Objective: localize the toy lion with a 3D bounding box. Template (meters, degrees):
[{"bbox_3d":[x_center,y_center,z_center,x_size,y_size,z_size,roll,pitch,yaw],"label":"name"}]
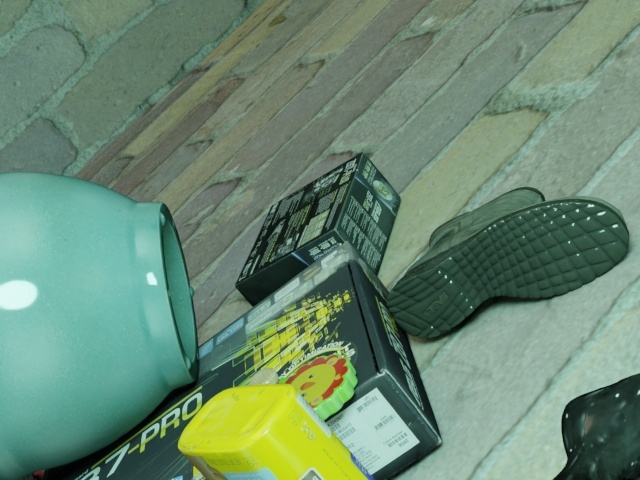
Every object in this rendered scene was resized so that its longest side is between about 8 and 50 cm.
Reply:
[{"bbox_3d":[-0.019,0.129,1.059,0.096,0.034,0.100,-14,30,34],"label":"toy lion"}]

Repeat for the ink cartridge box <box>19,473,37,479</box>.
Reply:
[{"bbox_3d":[-0.324,0.267,1.316,0.086,0.203,0.148,-25,17,-2],"label":"ink cartridge box"}]

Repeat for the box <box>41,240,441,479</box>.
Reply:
[{"bbox_3d":[-0.091,0.193,1.232,0.395,0.097,0.318,-36,16,9],"label":"box"}]

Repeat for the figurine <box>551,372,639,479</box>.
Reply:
[{"bbox_3d":[0.219,0.130,0.804,0.215,0.092,0.209,-27,18,32],"label":"figurine"}]

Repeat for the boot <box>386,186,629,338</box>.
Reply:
[{"bbox_3d":[0.176,-0.010,1.225,0.247,0.083,0.161,-24,18,35],"label":"boot"}]

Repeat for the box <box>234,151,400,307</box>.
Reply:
[{"bbox_3d":[0.000,0.000,1.535,0.147,0.077,0.180,-30,21,27],"label":"box"}]

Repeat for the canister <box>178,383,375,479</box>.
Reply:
[{"bbox_3d":[-0.011,0.185,0.974,0.126,0.170,0.073,-12,32,55],"label":"canister"}]

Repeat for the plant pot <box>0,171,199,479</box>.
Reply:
[{"bbox_3d":[-0.224,0.064,1.262,0.196,0.293,0.293,-11,21,1],"label":"plant pot"}]

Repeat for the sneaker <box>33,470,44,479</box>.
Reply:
[{"bbox_3d":[-0.370,0.296,1.553,0.136,0.116,0.314,-29,25,-1],"label":"sneaker"}]
